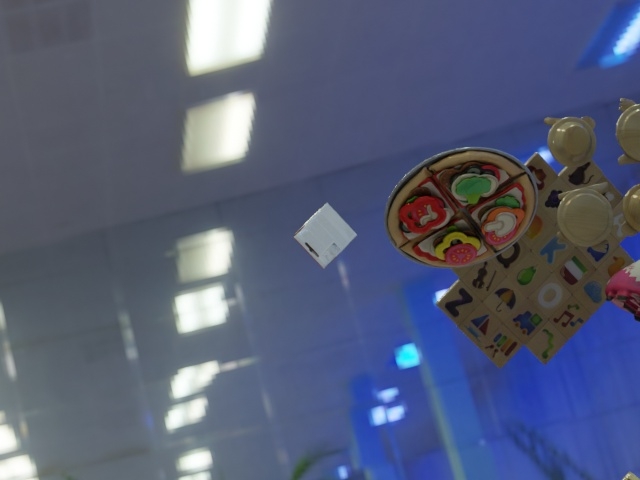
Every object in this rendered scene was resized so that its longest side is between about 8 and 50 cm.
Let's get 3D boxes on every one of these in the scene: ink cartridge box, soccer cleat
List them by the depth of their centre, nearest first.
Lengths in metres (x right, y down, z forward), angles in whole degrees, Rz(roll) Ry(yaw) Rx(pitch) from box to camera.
[{"bbox_3d":[0.000,0.000,2.091,0.029,0.063,0.115,-42,2,36],"label":"ink cartridge box"},{"bbox_3d":[0.543,0.044,2.255,0.116,0.143,0.331,32,-16,-14],"label":"soccer cleat"}]

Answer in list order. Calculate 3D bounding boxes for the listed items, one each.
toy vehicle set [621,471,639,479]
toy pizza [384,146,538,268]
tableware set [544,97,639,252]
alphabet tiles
[{"bbox_3d":[0.337,0.358,1.571,0.166,0.035,0.267,-49,23,0],"label":"toy vehicle set"},{"bbox_3d":[0.181,-0.034,1.959,0.201,0.032,0.201,-6,-48,-6],"label":"toy pizza"},{"bbox_3d":[0.316,-0.071,1.662,0.141,0.169,0.020,-2,-5,-11],"label":"tableware set"},{"bbox_3d":[0.355,0.033,2.483,0.342,0.285,0.011,-46,24,-1],"label":"alphabet tiles"}]
